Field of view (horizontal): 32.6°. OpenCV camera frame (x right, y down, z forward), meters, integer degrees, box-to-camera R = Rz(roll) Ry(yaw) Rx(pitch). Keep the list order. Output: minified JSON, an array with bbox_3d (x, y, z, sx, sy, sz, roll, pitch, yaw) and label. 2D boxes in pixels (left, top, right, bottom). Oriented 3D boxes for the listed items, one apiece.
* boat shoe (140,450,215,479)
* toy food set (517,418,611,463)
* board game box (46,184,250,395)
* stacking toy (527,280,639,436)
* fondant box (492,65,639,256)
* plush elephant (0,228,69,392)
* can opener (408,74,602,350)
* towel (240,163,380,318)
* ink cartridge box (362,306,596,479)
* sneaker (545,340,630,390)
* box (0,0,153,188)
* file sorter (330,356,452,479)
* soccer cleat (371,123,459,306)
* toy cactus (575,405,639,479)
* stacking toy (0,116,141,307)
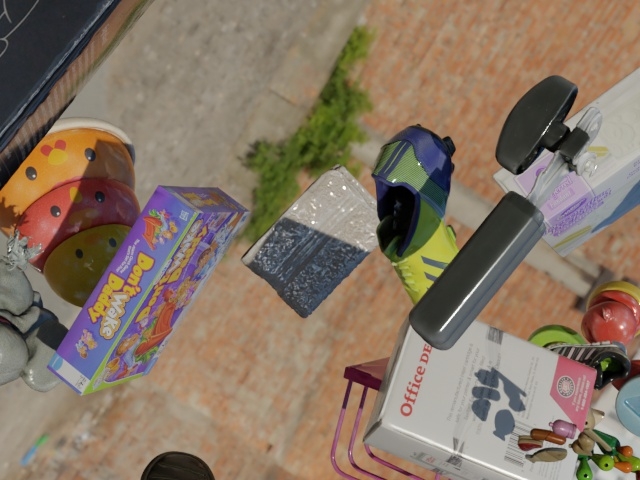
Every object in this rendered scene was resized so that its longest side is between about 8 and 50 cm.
[{"bbox_3d":[-0.203,0.404,1.485,0.307,0.110,0.105,-100,-156,-68],"label":"boat shoe"},{"bbox_3d":[0.297,0.248,1.367,0.122,0.078,0.019,-17,-137,40],"label":"toy food set"},{"bbox_3d":[-0.273,0.075,1.779,0.347,0.078,0.233,-57,166,12],"label":"board game box"},{"bbox_3d":[0.539,0.266,2.108,0.279,0.309,0.130,-29,-176,27],"label":"stacking toy"},{"bbox_3d":[0.381,-0.096,1.490,0.238,0.096,0.330,-37,162,11],"label":"fondant box"},{"bbox_3d":[-0.578,0.172,1.903,0.330,0.271,0.255,-47,-146,41],"label":"plush elephant"},{"bbox_3d":[0.174,-0.023,1.046,0.280,0.093,0.074,-55,158,-3],"label":"can opener"},{"bbox_3d":[0.000,0.000,2.199,0.282,0.187,0.049,-47,-172,-6],"label":"towel"},{"bbox_3d":[0.227,0.236,1.568,0.117,0.283,0.207,117,-5,-63],"label":"ink cartridge box"},{"bbox_3d":[0.411,0.201,1.722,0.075,0.170,0.063,-114,-163,-68],"label":"sneaker"},{"bbox_3d":[-0.477,-0.297,1.190,0.472,0.480,0.297,-53,-172,-9],"label":"box"},{"bbox_3d":[0.172,0.311,1.824,0.290,0.202,0.182,-1,106,-61],"label":"file sorter"},{"bbox_3d":[0.103,-0.002,1.268,0.121,0.093,0.289,-44,143,-30],"label":"soccer cleat"},{"bbox_3d":[0.473,0.365,1.971,0.112,0.218,0.181,92,4,-45],"label":"toy cactus"},{"bbox_3d":[-0.464,0.016,2.242,0.350,0.480,0.351,-25,152,-14],"label":"stacking toy"}]
